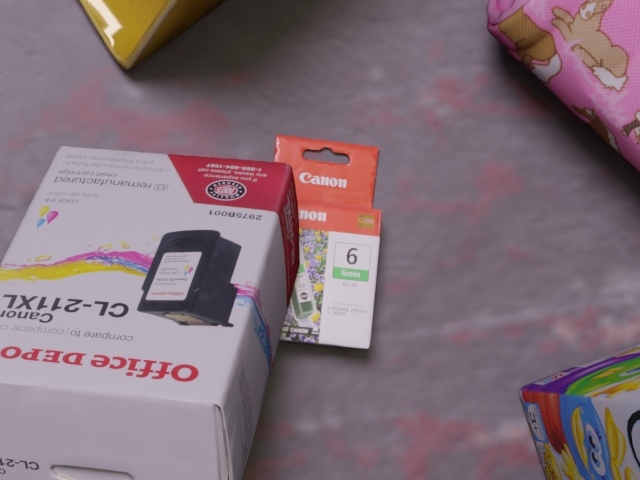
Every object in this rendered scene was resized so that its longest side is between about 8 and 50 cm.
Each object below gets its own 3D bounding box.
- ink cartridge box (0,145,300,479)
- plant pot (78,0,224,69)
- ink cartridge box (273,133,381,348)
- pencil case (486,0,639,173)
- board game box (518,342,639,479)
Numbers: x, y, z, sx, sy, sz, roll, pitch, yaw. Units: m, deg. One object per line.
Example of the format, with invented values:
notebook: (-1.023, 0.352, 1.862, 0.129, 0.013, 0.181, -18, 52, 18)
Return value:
ink cartridge box: (-0.087, 0.037, 0.713, 0.127, 0.175, 0.072, 5, 129, 7)
plant pot: (-0.053, -0.243, 0.745, 0.187, 0.212, 0.212, -30, 90, -22)
ink cartridge box: (0.000, 0.000, 0.813, 0.063, 0.029, 0.115, 6, 85, -7)
pencil case: (0.275, -0.058, 0.798, 0.386, 0.160, 0.167, 41, 108, -4)
board game box: (0.217, 0.118, 0.713, 0.142, 0.275, 0.144, -18, 88, -10)
